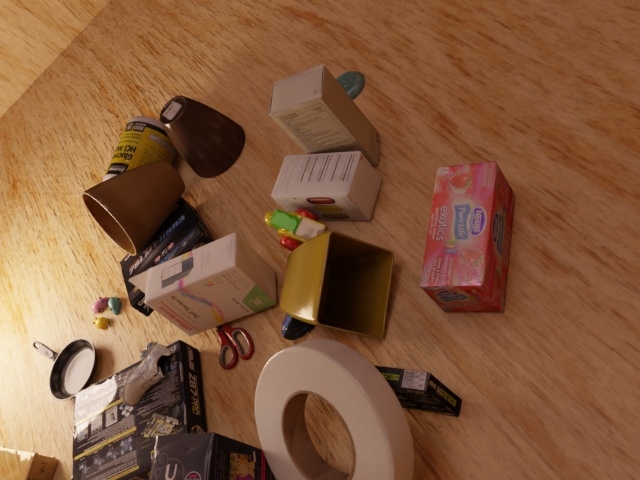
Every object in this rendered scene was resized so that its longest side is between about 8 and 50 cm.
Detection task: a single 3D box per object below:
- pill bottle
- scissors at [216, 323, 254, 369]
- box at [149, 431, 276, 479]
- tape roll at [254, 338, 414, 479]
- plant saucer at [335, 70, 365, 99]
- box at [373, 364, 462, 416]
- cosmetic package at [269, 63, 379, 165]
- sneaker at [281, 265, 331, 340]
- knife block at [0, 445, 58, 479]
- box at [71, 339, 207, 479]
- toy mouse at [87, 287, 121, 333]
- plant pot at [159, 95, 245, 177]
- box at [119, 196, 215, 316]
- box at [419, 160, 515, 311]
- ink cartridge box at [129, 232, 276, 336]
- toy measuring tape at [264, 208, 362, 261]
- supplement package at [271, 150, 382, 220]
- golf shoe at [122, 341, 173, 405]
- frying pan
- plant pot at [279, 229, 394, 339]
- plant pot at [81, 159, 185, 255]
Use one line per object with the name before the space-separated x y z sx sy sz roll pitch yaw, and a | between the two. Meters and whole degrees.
pill bottle | -0.607 -0.229 2.199 0.187 0.188 0.334 1 64 34
scissors | -0.268 0.229 1.813 0.109 0.021 0.297 -42 47 8
box | -0.220 0.520 1.435 0.165 0.270 0.144 -13 57 28
tape roll | 0.016 0.395 1.341 0.391 0.072 0.393 12 107 43
plant saucer | 0.076 -0.467 1.989 0.119 0.021 0.120 -16 56 26
box | 0.169 0.307 1.357 0.190 0.184 0.045 0 64 35
cosmetic package | 0.018 -0.303 1.736 0.160 0.309 0.113 -12 57 28
sneaker | -0.045 0.151 1.678 0.087 0.083 0.221 -2 56 48
knife block | -0.855 0.723 1.868 0.275 0.088 0.242 -3 61 32
box | -0.488 0.487 1.756 0.394 0.097 0.318 -29 49 17
toy mouse | -0.682 0.209 2.095 0.160 0.031 0.143 11 70 38
plant pot | -0.394 -0.348 2.098 0.215 0.230 0.216 -17 55 26
box | -0.465 0.041 1.980 0.295 0.073 0.293 -45 35 2
box | 0.328 -0.007 1.456 0.142 0.154 0.300 -4 61 33
ink cartridge box | -0.318 0.135 1.756 0.353 0.207 0.119 -22 47 18
toy measuring tape | 0.000 0.000 1.734 0.330 0.121 0.121 23 77 18
supplement package | 0.017 -0.142 1.756 0.244 0.139 0.134 1 63 35
golf shoe | -0.446 0.351 1.708 0.086 0.069 0.176 14 71 31
frying pan | -0.805 0.404 2.051 0.326 0.053 0.197 -9 59 32
plant pot | 0.023 0.108 1.554 0.187 0.212 0.212 -5 71 49
plant pot | -0.544 -0.123 2.004 0.237 0.237 0.254 23 56 41
